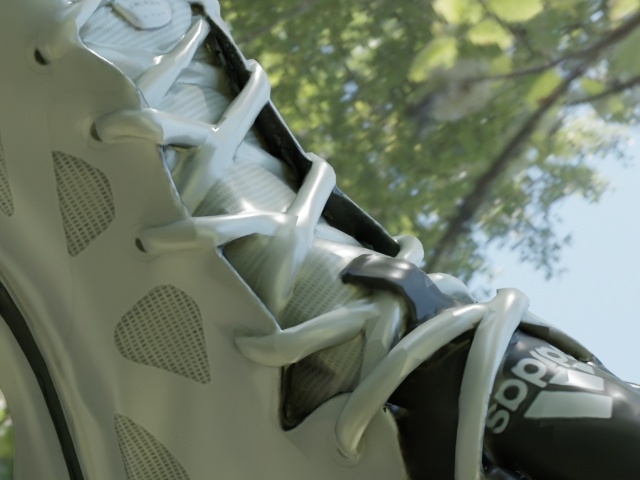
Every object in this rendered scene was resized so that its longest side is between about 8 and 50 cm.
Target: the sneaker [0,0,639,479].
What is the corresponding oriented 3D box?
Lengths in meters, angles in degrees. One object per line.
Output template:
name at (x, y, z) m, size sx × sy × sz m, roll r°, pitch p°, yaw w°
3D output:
sneaker at (0.001, 0.000, 0.485) m, size 0.258 × 0.169 × 0.447 m, roll -6°, pitch -72°, yaw 37°
